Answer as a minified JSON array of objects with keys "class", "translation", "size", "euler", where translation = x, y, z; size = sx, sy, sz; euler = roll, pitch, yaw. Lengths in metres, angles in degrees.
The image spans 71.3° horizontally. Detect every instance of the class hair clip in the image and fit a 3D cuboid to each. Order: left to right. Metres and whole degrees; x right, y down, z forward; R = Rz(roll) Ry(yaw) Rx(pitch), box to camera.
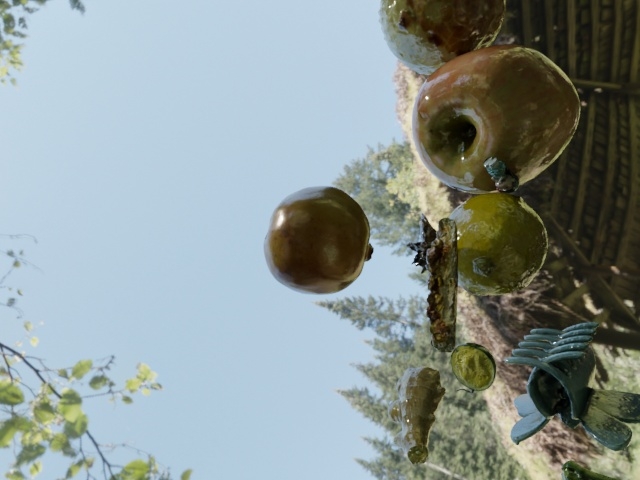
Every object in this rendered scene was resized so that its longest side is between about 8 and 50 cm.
[{"class":"hair clip","translation":[0.652,0.377,1.193],"size":[0.318,0.392,0.238],"euler":[-13,-92,-48]}]

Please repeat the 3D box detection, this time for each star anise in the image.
[{"class":"star anise","translation":[0.453,0.043,1.638],"size":[0.237,0.346,0.148],"euler":[-24,-44,-4]}]

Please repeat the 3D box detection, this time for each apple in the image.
[{"class":"apple","translation":[0.458,-0.320,1.178],"size":[0.346,0.391,0.391],"euler":[-33,-59,-30]}]

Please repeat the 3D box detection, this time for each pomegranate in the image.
[{"class":"pomegranate","translation":[0.000,0.000,1.050],"size":[0.264,0.264,0.264],"euler":[-11,-75,-46]}]

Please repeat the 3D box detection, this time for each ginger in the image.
[{"class":"ginger","translation":[0.322,0.623,1.627],"size":[0.375,0.236,0.166],"euler":[-42,-62,-47]}]

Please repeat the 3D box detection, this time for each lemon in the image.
[{"class":"lemon","translation":[0.424,0.006,1.102],"size":[0.284,0.260,0.260],"euler":[7,-88,-62]}]

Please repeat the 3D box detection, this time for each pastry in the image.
[{"class":"pastry","translation":[0.361,-0.680,1.281],"size":[0.389,0.312,0.388],"euler":[-8,-70,-24]}]

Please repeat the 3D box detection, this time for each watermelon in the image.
[{"class":"watermelon","translation":[0.703,0.565,2.016],"size":[0.127,0.204,0.232],"euler":[-15,-86,-46]}]

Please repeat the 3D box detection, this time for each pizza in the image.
[{"class":"pizza","translation":[0.228,0.081,0.835],"size":[0.127,0.058,0.246],"euler":[-31,-61,-69]}]

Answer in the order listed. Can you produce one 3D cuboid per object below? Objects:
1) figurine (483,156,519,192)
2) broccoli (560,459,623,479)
[{"class":"figurine","translation":[0.415,-0.150,1.031],"size":[0.106,0.060,0.047],"euler":[40,-112,-27]},{"class":"broccoli","translation":[0.665,0.515,0.908],"size":[0.177,0.275,0.198],"euler":[23,-78,-52]}]
